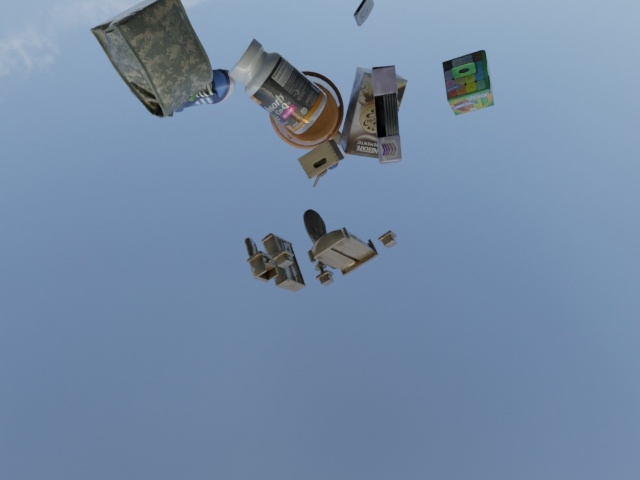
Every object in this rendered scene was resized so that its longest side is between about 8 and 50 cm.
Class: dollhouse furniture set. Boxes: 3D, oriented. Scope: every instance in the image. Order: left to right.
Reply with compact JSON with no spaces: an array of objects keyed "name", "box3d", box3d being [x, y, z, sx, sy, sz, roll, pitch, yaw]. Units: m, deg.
[{"name":"dollhouse furniture set","box3d":[-0.002,-0.012,1.258,0.356,0.303,0.173,-33,-121,19]}]

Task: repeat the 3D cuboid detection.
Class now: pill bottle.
[{"name":"pill bottle","box3d":[-0.130,-0.470,1.283,0.278,0.162,0.162,33,-125,-25]}]

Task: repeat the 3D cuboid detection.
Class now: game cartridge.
[{"name":"game cartridge","box3d":[0.134,-0.707,1.287,0.017,0.056,0.083,34,-88,27]}]

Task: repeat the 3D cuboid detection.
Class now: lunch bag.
[{"name":"lunch bag","box3d":[-0.476,-0.542,1.250,0.169,0.287,0.235,14,-127,35]}]

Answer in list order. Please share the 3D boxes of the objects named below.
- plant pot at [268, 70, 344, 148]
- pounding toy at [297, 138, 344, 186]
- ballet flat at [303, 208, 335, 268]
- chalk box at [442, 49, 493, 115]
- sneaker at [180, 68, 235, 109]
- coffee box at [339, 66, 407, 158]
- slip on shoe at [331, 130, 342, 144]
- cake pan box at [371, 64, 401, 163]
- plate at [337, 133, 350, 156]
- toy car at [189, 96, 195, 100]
[{"name":"plant pot","box3d":[-0.046,-0.472,1.534,0.291,0.290,0.203,4,-161,-7]},{"name":"pounding toy","box3d":[0.000,-0.234,1.303,0.141,0.130,0.100,-29,-83,17]},{"name":"ballet flat","box3d":[0.000,0.000,1.481,0.084,0.058,0.249,-46,-63,-31]},{"name":"chalk box","box3d":[0.639,-0.686,1.811,0.180,0.289,0.179,-8,-93,27]},{"name":"sneaker","box3d":[-0.531,-0.616,1.715,0.323,0.130,0.236,-1,-163,38]},{"name":"coffee box","box3d":[0.190,-0.472,1.566,0.168,0.297,0.119,4,-148,-13]},{"name":"slip on shoe","box3d":[0.054,-0.434,1.694,0.052,0.135,0.041,-17,-135,16]},{"name":"cake pan box","box3d":[0.189,-0.342,1.185,0.070,0.267,0.245,-6,-82,11]},{"name":"plate","box3d":[0.178,-0.511,1.860,0.045,0.278,0.277,23,-93,-29]},{"name":"toy car","box3d":[-0.544,-0.634,1.556,0.189,0.149,0.155,18,-98,10]}]
